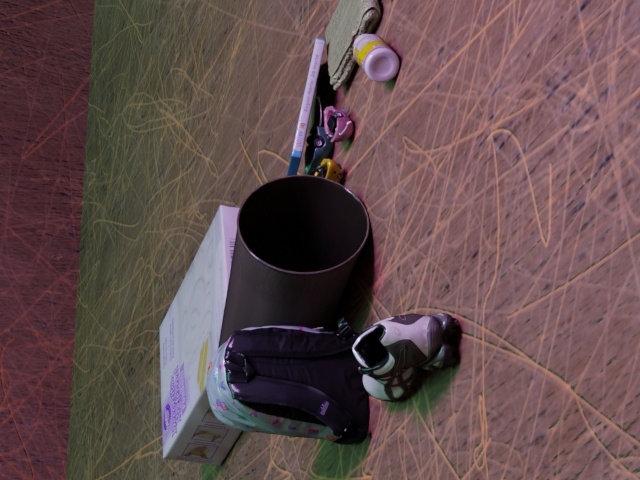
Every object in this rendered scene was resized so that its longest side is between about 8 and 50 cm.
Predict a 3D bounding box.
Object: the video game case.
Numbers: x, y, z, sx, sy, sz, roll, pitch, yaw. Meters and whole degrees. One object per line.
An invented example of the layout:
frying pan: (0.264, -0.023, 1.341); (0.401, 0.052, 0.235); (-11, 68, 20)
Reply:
video game case: (-0.020, -0.176, 2.156); (0.119, 0.015, 0.166); (113, 168, -78)

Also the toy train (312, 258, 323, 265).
toy train: (0.000, 0.000, 2.075); (0.017, 0.023, 0.083); (125, 149, -52)

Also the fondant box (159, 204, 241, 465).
fondant box: (-0.145, 0.143, 2.325); (0.330, 0.096, 0.238); (119, 153, -48)

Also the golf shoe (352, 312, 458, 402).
golf shoe: (0.070, 0.119, 1.713); (0.198, 0.093, 0.077); (131, 143, -60)

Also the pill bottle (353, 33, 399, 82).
pill bottle: (0.065, -0.226, 1.957); (0.083, 0.043, 0.043); (-119, 42, -62)

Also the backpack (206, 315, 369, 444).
backpack: (-0.041, 0.168, 1.872); (0.115, 0.182, 0.152); (128, 145, -55)

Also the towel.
towel: (0.040, -0.279, 2.082); (0.148, 0.027, 0.110); (116, 156, -43)

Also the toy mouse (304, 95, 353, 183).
toy mouse: (0.012, -0.130, 2.087); (0.161, 0.031, 0.143); (122, 150, -48)

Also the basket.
basket: (-0.045, 0.064, 1.981); (0.204, 0.154, 0.227); (-54, -16, -52)
